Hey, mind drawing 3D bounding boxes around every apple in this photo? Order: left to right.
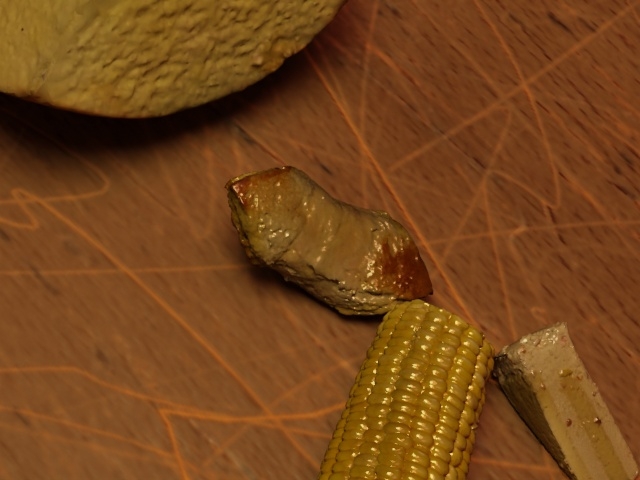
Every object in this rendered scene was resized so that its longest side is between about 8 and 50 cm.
[{"bbox_3d":[-0.152,-0.256,1.096,0.314,0.252,0.309,-27,52,-18],"label":"apple"}]

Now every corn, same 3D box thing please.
[{"bbox_3d":[0.045,0.151,0.983,0.093,0.093,0.244,17,57,1],"label":"corn"}]

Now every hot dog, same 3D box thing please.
[{"bbox_3d":[-0.001,0.001,1.077,0.169,0.061,0.078,32,66,-21],"label":"hot dog"}]

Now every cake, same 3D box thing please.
[{"bbox_3d":[0.166,0.115,1.044,0.052,0.065,0.121,-30,76,-20],"label":"cake"}]
